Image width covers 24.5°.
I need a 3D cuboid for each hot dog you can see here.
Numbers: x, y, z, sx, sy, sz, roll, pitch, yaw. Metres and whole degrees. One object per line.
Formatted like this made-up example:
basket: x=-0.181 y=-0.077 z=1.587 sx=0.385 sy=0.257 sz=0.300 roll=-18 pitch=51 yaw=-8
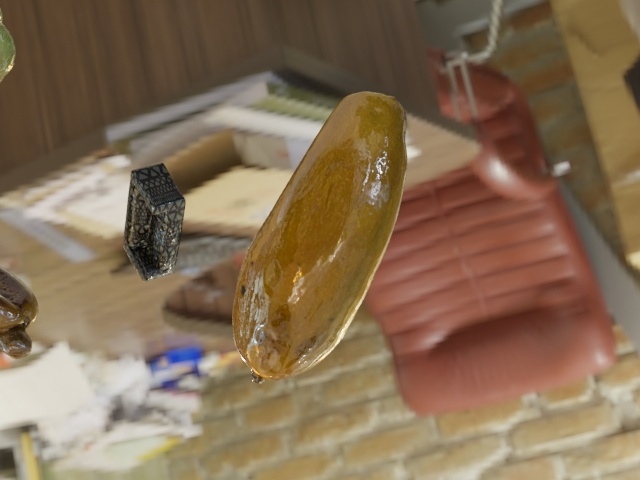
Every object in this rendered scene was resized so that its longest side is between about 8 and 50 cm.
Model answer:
hot dog: x=-0.358 y=0.073 z=1.610 sx=0.090 sy=0.140 sz=0.060 roll=-27 pitch=137 yaw=-53

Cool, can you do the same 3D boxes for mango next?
mango: x=0.001 y=0.000 z=1.669 sx=0.144 sy=0.359 sz=0.187 roll=21 pitch=-164 yaw=-14

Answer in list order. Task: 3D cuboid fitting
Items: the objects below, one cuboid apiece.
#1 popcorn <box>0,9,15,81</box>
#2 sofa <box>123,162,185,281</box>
popcorn: x=-0.434 y=-0.166 z=1.421 sx=0.290 sy=0.325 sz=0.321 roll=-16 pitch=170 yaw=-4
sofa: x=-0.173 y=-0.017 z=1.517 sx=0.039 sy=0.060 sz=0.118 roll=-18 pitch=145 yaw=-26
